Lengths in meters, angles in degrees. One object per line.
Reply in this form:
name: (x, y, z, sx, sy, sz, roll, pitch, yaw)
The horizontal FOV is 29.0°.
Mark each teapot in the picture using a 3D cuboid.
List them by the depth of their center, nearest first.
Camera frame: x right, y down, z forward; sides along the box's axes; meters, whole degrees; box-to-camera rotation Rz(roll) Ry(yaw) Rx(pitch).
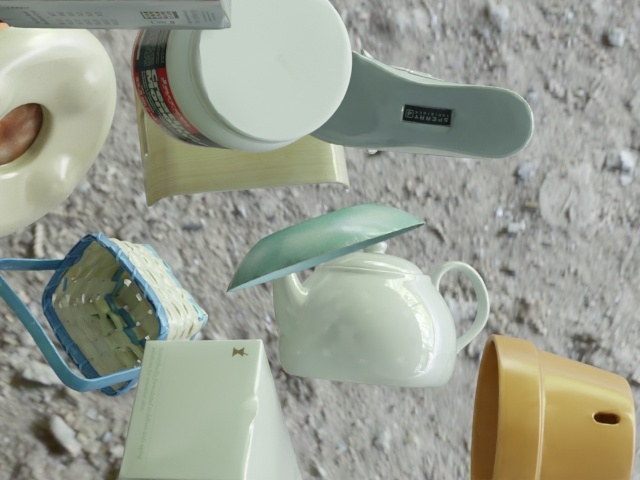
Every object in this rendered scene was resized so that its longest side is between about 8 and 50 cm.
teapot: (0.070, 0.093, 1.628, 0.253, 0.256, 0.187, 4, 86, 22)

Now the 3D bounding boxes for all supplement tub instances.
supplement tub: (-0.093, -0.195, 1.370, 0.191, 0.272, 0.191, -2, 96, -20)

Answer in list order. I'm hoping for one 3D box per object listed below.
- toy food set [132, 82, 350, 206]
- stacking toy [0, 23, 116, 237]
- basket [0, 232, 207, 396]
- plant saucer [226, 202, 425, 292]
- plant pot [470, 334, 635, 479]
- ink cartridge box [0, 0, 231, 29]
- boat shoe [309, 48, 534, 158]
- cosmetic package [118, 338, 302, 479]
toy food set: (-0.118, -0.169, 1.847, 0.306, 0.092, 0.219, -5, 76, -10)
stacking toy: (-0.557, -0.256, 1.760, 0.480, 0.350, 0.350, 39, 80, 24)
basket: (-0.334, 0.119, 1.882, 0.201, 0.289, 0.255, -51, 63, 22)
plant saucer: (0.000, 0.000, 1.136, 0.195, 0.195, 0.037, -18, 87, 1)
plant pot: (0.340, 0.292, 1.822, 0.204, 0.291, 0.290, 5, 72, 0)
ink cartridge box: (-0.212, -0.341, 1.042, 0.272, 0.130, 0.309, -1, 89, 0)
boat shoe: (0.109, -0.185, 1.713, 0.367, 0.156, 0.135, 8, 91, 4)
cosmetic package: (-0.122, 0.300, 1.547, 0.155, 0.365, 0.197, -1, 51, 10)
